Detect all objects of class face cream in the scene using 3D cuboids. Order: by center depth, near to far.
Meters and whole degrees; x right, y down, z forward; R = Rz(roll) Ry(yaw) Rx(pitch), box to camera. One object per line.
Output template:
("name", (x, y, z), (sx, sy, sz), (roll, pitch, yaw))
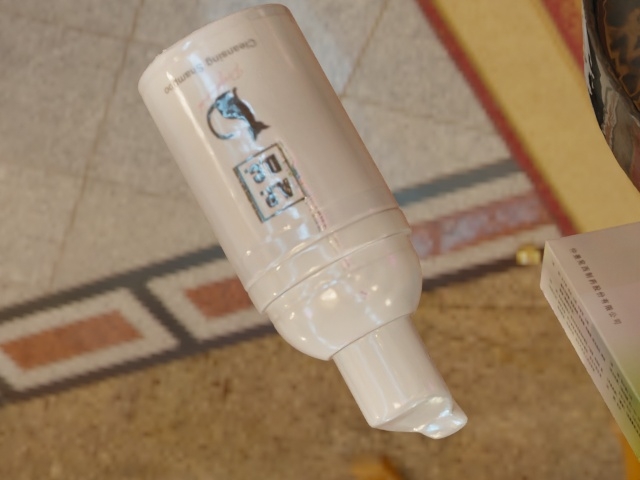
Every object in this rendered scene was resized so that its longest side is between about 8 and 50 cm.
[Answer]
("face cream", (0.000, 0.000, 1.375), (0.145, 0.369, 0.145), (-29, 170, -5))

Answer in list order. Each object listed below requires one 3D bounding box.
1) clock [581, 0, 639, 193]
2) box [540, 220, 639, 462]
("clock", (0.191, -0.070, 0.554), (0.215, 0.215, 0.042), (1, 148, 5))
("box", (0.315, 0.085, 1.443), (0.175, 0.260, 0.062), (-12, 132, -12))
